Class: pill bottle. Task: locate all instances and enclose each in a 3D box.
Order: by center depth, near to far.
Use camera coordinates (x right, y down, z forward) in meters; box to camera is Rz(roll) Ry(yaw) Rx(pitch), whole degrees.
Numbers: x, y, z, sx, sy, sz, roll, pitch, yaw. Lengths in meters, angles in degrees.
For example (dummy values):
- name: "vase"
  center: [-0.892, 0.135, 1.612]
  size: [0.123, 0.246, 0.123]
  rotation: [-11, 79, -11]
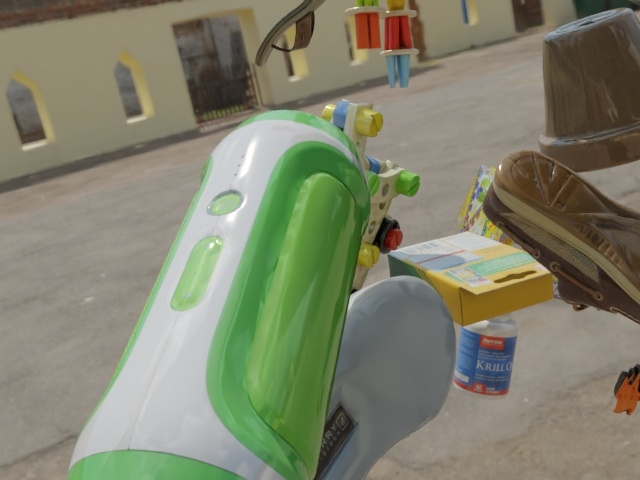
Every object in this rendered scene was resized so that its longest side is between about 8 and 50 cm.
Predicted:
- name: "pill bottle"
  center: [0.367, 0.226, 1.623]
  size: [0.124, 0.221, 0.124]
  rotation: [5, 9, -1]

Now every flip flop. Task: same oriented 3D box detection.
- name: "flip flop"
  center: [-0.036, -0.467, 1.597]
  size: [0.277, 0.080, 0.112]
  rotation: [-38, 13, 16]

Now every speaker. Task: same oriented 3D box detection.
- name: "speaker"
  center: [-0.045, 0.048, 0.447]
  size: [0.131, 0.131, 0.296]
  rotation: [-7, 41, 20]

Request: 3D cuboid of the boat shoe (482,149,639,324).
- name: "boat shoe"
  center: [0.351, 0.027, 0.932]
  size: [0.342, 0.123, 0.123]
  rotation: [37, 55, 13]

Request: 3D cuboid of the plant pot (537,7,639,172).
- name: "plant pot"
  center: [0.489, -0.268, 1.278]
  size: [0.263, 0.229, 0.263]
  rotation: [-19, 16, 6]

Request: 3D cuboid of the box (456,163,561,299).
- name: "box"
  center: [0.519, -0.016, 1.790]
  size: [0.290, 0.177, 0.279]
  rotation: [13, 32, -11]

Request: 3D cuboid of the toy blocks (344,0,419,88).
- name: "toy blocks"
  center: [0.080, -0.271, 0.950]
  size: [0.054, 0.148, 0.123]
  rotation: [4, 13, 39]

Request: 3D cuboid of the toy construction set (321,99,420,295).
- name: "toy construction set"
  center: [0.000, 0.000, 0.900]
  size: [0.151, 0.327, 0.215]
  rotation: [39, 6, 30]

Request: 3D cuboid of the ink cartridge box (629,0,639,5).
- name: "ink cartridge box"
  center: [0.189, -0.253, 0.514]
  size: [0.273, 0.114, 0.198]
  rotation: [36, 22, 27]

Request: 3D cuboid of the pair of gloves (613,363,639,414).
- name: "pair of gloves"
  center: [0.351, 0.159, 0.768]
  size: [0.083, 0.074, 0.010]
  rotation: [8, 39, 11]

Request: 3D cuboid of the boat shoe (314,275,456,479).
- name: "boat shoe"
  center: [-0.017, 0.162, 0.626]
  size: [0.156, 0.135, 0.367]
  rotation: [-24, 16, 43]

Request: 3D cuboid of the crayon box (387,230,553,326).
- name: "crayon box"
  center: [0.294, 0.072, 1.416]
  size: [0.203, 0.083, 0.323]
  rotation: [-14, 16, -20]
